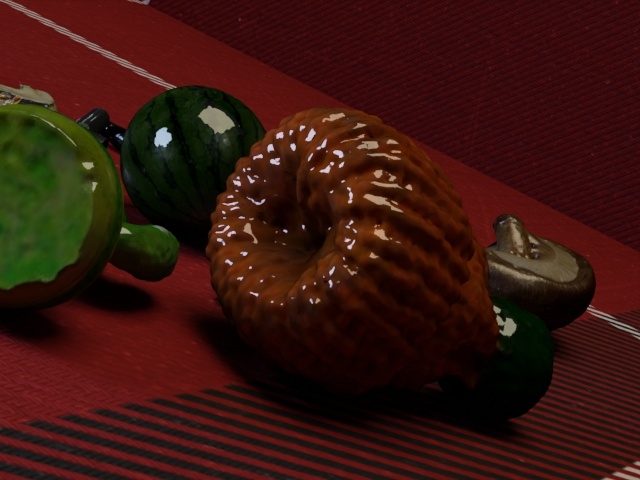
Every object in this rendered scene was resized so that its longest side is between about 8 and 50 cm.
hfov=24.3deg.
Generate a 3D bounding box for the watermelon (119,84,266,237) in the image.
[{"bbox_3d":[-0.149,-0.085,1.817,0.188,0.188,0.215,13,51,-40],"label":"watermelon"}]

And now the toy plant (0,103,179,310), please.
[{"bbox_3d":[-0.262,-0.020,1.430,0.224,0.184,0.316,17,-4,8],"label":"toy plant"}]

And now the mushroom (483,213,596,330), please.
[{"bbox_3d":[0.281,0.066,2.100,0.231,0.138,0.194,-4,41,-42],"label":"mushroom"}]

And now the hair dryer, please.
[{"bbox_3d":[-0.321,-0.144,1.928,0.124,0.071,0.219,27,21,2],"label":"hair dryer"}]

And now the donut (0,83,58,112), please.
[{"bbox_3d":[-0.422,-0.176,1.950,0.166,0.065,0.108,18,13,-27],"label":"donut"}]

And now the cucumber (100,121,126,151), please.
[{"bbox_3d":[-0.268,-0.133,2.135,0.135,0.033,0.034,25,45,14],"label":"cucumber"}]

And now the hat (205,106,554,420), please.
[{"bbox_3d":[0.101,0.031,1.545,0.400,0.285,0.285,18,13,-35],"label":"hat"}]
